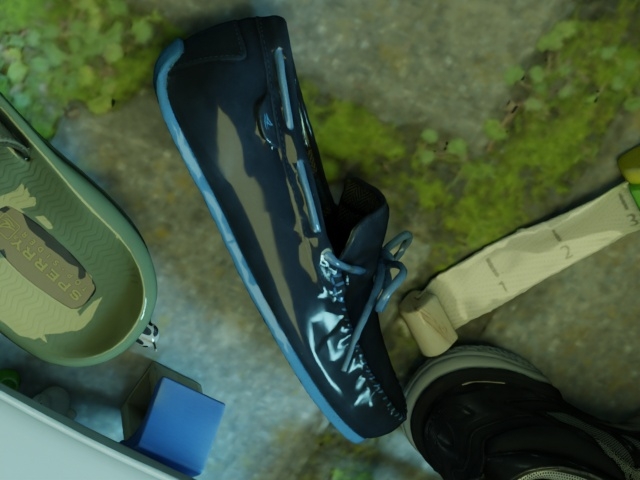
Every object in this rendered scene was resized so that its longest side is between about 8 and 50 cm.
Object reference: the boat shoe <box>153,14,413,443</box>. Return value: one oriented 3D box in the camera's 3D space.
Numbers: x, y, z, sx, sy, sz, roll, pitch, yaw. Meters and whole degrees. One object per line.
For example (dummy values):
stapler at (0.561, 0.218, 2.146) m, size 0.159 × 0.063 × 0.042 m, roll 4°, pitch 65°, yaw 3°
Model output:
boat shoe at (0.000, 0.000, 1.020) m, size 0.089 × 0.109 × 0.258 m, roll -25°, pitch 121°, yaw 5°

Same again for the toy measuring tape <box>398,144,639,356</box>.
toy measuring tape at (0.203, -0.005, 1.048) m, size 0.330 × 0.121 × 0.121 m, roll -28°, pitch 118°, yaw 5°

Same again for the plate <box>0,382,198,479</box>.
plate at (-0.192, 0.180, 1.082) m, size 0.278 × 0.045 × 0.277 m, roll 29°, pitch 124°, yaw -17°

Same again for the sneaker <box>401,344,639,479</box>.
sneaker at (0.176, 0.161, 1.107) m, size 0.268 × 0.153 × 0.101 m, roll 21°, pitch 112°, yaw -19°

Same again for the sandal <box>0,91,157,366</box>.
sandal at (-0.207, -0.039, 0.967) m, size 0.303 × 0.086 × 0.120 m, roll 37°, pitch 106°, yaw -15°

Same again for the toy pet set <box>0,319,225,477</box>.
toy pet set at (-0.123, 0.099, 1.074) m, size 0.114 × 0.065 × 0.122 m, roll 28°, pitch 110°, yaw -22°
